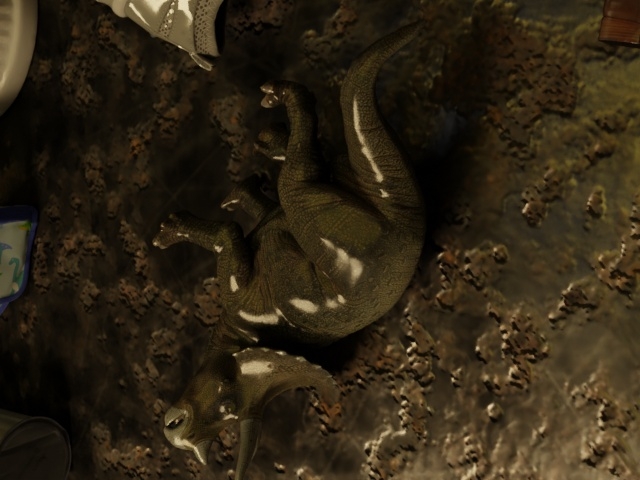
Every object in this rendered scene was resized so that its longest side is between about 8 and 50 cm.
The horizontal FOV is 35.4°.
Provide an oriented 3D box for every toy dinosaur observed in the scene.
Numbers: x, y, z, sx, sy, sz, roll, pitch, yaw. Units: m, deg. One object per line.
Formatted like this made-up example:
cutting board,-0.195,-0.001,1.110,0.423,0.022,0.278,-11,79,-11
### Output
toy dinosaur,0.000,0.000,0.630,0.160,0.121,0.313,46,117,11

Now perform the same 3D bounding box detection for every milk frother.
milk frother,-0.291,0.222,0.888,0.135,0.129,0.143,5,141,38

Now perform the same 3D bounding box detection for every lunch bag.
lunch bag,-0.327,0.024,0.860,0.151,0.129,0.096,-47,68,30

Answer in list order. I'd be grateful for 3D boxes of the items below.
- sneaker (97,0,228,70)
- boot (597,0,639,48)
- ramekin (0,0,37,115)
sneaker,-0.026,-0.231,0.637,0.115,0.105,0.281,41,120,-11
boot,0.193,-0.151,0.493,0.106,0.037,0.114,14,99,34
ramekin,-0.351,-0.200,0.866,0.207,0.109,0.207,6,99,38
